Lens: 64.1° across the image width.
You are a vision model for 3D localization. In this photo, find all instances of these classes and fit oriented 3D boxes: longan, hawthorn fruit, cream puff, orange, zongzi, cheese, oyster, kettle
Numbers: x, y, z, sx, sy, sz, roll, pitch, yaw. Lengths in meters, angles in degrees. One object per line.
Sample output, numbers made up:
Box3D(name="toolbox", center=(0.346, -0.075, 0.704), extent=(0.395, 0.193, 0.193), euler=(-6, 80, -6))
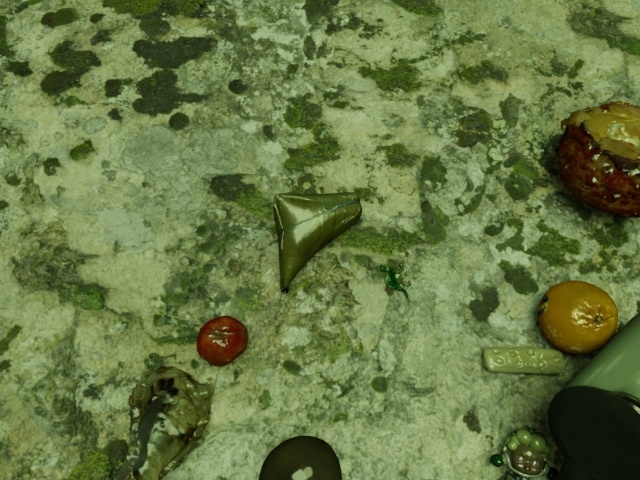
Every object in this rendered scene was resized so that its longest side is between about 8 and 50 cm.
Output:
Box3D(name="longan", center=(-0.045, 0.508, 1.083), extent=(0.167, 0.167, 0.187), euler=(42, 84, 11))
Box3D(name="hawthorn fruit", center=(-0.229, 0.231, 1.192), extent=(0.128, 0.128, 0.128), euler=(1, 71, -2))
Box3D(name="cream puff", center=(0.773, -0.192, 1.308), extent=(0.351, 0.228, 0.350), euler=(0, 47, 0))
Box3D(name="orange", center=(0.613, 0.182, 1.221), extent=(0.178, 0.155, 0.177), euler=(3, 59, -5))
Box3D(name="zongzi", center=(0.000, 0.000, 1.284), extent=(0.228, 0.115, 0.255), euler=(-2, 78, -7))
Box3D(name="cheese", center=(0.489, 0.289, 1.235), extent=(0.194, 0.043, 0.064), euler=(3, 73, 0))
Box3D(name="oyster", center=(-0.369, 0.434, 1.108), extent=(0.198, 0.133, 0.336), euler=(7, 60, 18))
Box3D(name="kettle", center=(0.649, 0.360, 1.071), extent=(0.377, 0.361, 0.250), euler=(-20, 49, -34))

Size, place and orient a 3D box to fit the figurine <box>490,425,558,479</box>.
Box3D(name="figurine", center=(0.450, 0.512, 1.132), extent=(0.147, 0.093, 0.197), euler=(10, 72, 12))

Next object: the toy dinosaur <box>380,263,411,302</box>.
Box3D(name="toy dinosaur", center=(0.196, 0.107, 1.300), extent=(0.060, 0.029, 0.119), euler=(-24, 79, 7))
